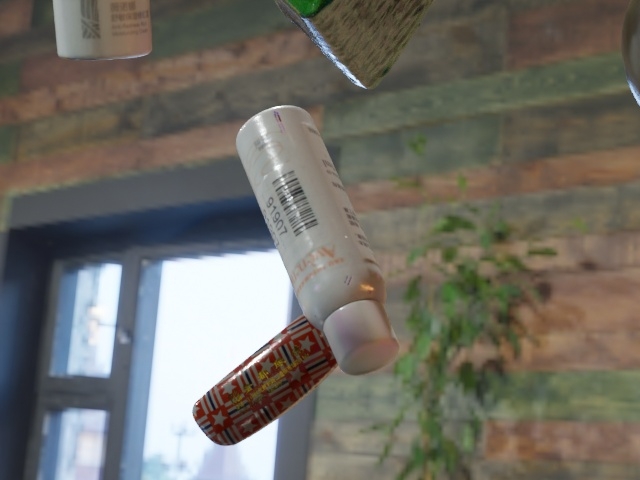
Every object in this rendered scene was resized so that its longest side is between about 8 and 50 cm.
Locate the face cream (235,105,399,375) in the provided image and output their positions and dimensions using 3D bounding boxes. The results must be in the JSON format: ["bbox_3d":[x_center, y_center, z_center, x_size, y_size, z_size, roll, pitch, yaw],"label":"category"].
[{"bbox_3d":[0.000,0.000,1.288,0.082,0.269,0.082,-17,-32,-11],"label":"face cream"}]

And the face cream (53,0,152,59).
[{"bbox_3d":[-0.224,-0.355,1.398,0.101,0.346,0.102,-2,14,1],"label":"face cream"}]

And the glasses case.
[{"bbox_3d":[-0.051,0.150,1.541,0.194,0.073,0.049,-39,-10,-1],"label":"glasses case"}]

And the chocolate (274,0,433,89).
[{"bbox_3d":[0.074,-0.407,1.860,0.161,0.341,0.360,36,1,16],"label":"chocolate"}]

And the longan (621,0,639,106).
[{"bbox_3d":[0.421,-0.201,1.422,0.258,0.258,0.258,4,-12,1],"label":"longan"}]
